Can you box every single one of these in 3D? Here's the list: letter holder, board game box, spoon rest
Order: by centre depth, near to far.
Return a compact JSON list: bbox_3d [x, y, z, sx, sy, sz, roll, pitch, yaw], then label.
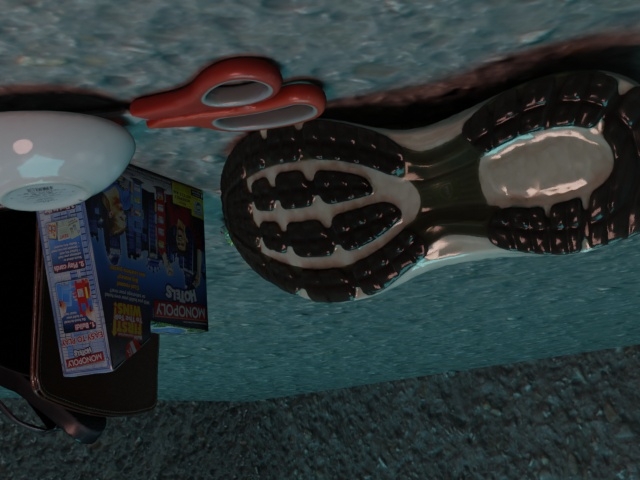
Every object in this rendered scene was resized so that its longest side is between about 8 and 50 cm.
[{"bbox_3d":[-0.283,-0.064,0.806,0.276,0.084,0.137,-8,166,-12],"label":"spoon rest"},{"bbox_3d":[-0.184,0.032,0.967,0.060,0.194,0.194,-10,165,28],"label":"board game box"},{"bbox_3d":[-0.300,0.089,1.144,0.152,0.215,0.302,-6,167,12],"label":"letter holder"}]

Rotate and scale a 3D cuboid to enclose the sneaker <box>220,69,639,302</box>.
[{"bbox_3d":[0.105,-0.043,0.873,0.410,0.158,0.182,-5,-175,30],"label":"sneaker"}]

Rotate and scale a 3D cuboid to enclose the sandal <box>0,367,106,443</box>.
[{"bbox_3d":[-0.342,0.170,1.186,0.254,0.054,0.097,26,178,29],"label":"sandal"}]

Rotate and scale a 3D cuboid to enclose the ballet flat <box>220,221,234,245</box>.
[{"bbox_3d":[0.000,0.000,1.131,0.240,0.077,0.091,-8,167,22],"label":"ballet flat"}]

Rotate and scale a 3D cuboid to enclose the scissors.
[{"bbox_3d":[-0.142,-0.093,0.820,0.297,0.021,0.109,-9,165,24],"label":"scissors"}]
